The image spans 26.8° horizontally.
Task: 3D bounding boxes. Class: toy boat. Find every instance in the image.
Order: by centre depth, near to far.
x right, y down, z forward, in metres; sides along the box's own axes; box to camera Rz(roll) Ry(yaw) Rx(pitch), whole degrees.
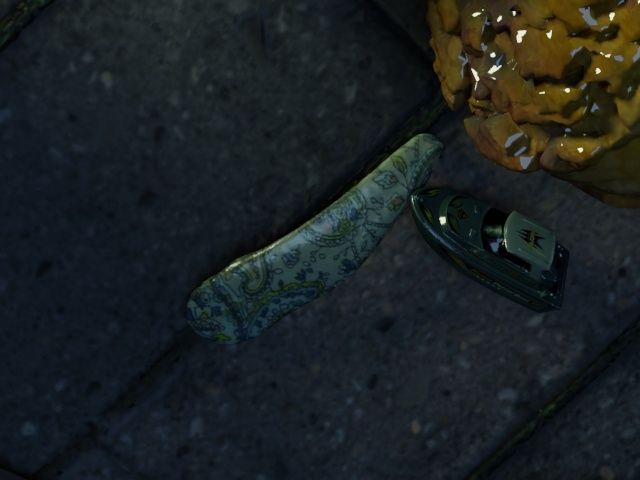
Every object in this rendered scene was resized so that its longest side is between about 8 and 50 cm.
[{"bbox_3d":[0.122,0.001,0.984,0.141,0.060,0.055,28,55,-19],"label":"toy boat"}]

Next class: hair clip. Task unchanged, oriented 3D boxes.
[{"bbox_3d":[0.000,0.001,0.972,0.229,0.036,0.066,-38,117,2],"label":"hair clip"}]

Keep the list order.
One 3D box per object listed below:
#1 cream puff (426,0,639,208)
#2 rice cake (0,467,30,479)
[{"bbox_3d":[0.205,-0.184,0.799,0.231,0.343,0.327,25,81,-31],"label":"cream puff"},{"bbox_3d":[-0.300,0.167,0.951,0.365,0.056,0.073,28,105,-18],"label":"rice cake"}]
